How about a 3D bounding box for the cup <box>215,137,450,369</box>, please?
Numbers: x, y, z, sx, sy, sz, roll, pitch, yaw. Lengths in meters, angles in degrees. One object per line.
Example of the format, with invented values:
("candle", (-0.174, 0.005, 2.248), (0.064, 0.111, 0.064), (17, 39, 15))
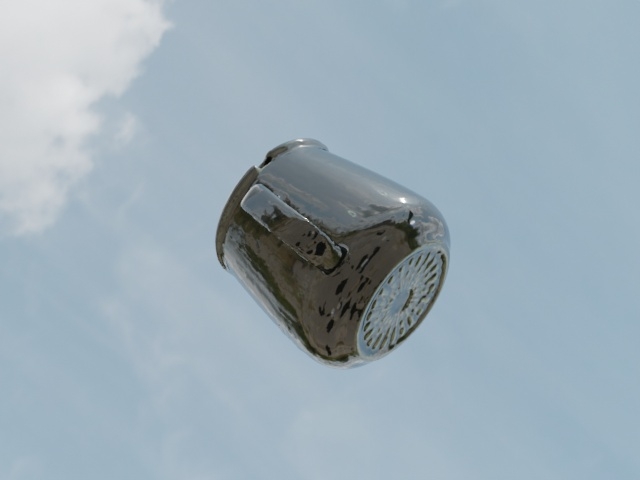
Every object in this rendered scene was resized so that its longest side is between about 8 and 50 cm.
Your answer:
("cup", (0.000, 0.000, 1.040), (0.169, 0.176, 0.223), (-52, -30, 1))
